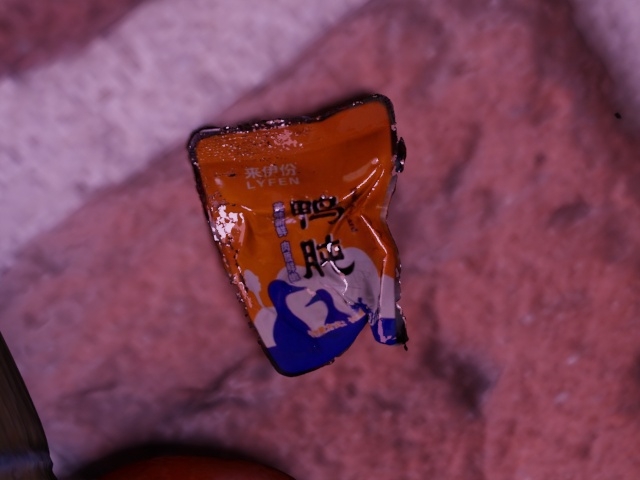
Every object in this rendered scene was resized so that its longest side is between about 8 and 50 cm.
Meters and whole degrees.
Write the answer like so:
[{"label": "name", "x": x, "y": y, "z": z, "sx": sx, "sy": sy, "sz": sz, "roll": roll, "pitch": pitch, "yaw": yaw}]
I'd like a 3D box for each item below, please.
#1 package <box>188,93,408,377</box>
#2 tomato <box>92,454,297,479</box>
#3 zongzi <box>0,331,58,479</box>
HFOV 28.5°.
[{"label": "package", "x": -0.001, "y": 0.000, "z": 0.480, "sx": 0.077, "sy": 0.033, "sz": 0.111, "roll": -9, "pitch": 111, "yaw": 14}, {"label": "tomato", "x": -0.053, "y": 0.170, "z": 0.494, "sx": 0.167, "sy": 0.167, "sz": 0.167, "roll": -9, "pitch": 122, "yaw": -14}, {"label": "zongzi", "x": -0.130, "y": 0.133, "z": 0.274, "sx": 0.160, "sy": 0.323, "sz": 0.360, "roll": -22, "pitch": 97, "yaw": 6}]
